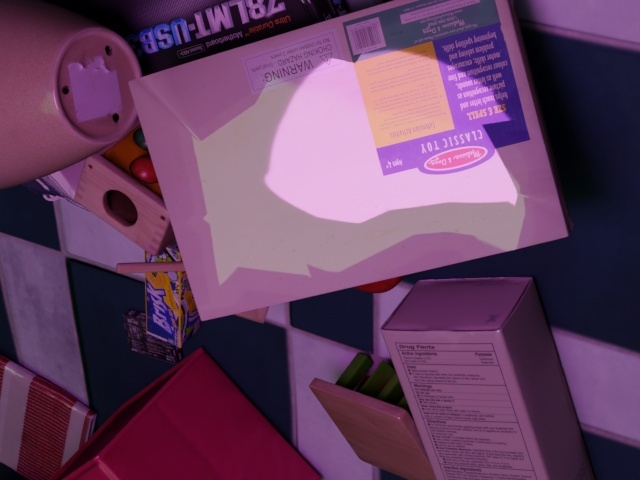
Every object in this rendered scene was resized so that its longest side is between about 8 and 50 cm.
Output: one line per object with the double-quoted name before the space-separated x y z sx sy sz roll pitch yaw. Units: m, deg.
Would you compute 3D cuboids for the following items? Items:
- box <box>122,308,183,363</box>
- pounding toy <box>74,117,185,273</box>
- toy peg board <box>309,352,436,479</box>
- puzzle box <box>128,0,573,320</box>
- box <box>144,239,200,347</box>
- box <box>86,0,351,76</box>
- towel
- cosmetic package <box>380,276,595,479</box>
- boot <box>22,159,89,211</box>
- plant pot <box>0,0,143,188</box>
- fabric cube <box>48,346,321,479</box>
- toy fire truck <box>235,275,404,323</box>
"box" -0.239 0.136 1.775 0.083 0.018 0.067 11 127 27
"pounding toy" -0.187 -0.040 1.500 0.206 0.181 0.094 35 134 7
"toy peg board" 0.095 0.223 1.573 0.161 0.079 0.161 14 145 46
"puzzle box" 0.028 -0.089 1.278 0.408 0.052 0.272 -13 98 18
"box" -0.197 0.059 1.668 0.059 0.054 0.169 21 130 19
"box" -0.125 -0.272 1.371 0.295 0.073 0.293 -8 116 38
"towel" -0.519 0.277 2.052 0.329 0.037 0.237 28 131 11
"cosmetic package" 0.203 0.201 1.468 0.160 0.113 0.310 -2 120 35
"boot" -0.340 -0.081 1.661 0.190 0.069 0.086 40 142 13
"plant pot" -0.340 -0.172 1.429 0.274 0.256 0.257 5 124 40
"fabric cube" -0.210 0.357 1.749 0.258 0.259 0.254 49 135 -6
"toy fire truck" 0.000 0.000 1.445 0.217 0.158 0.246 32 145 9
